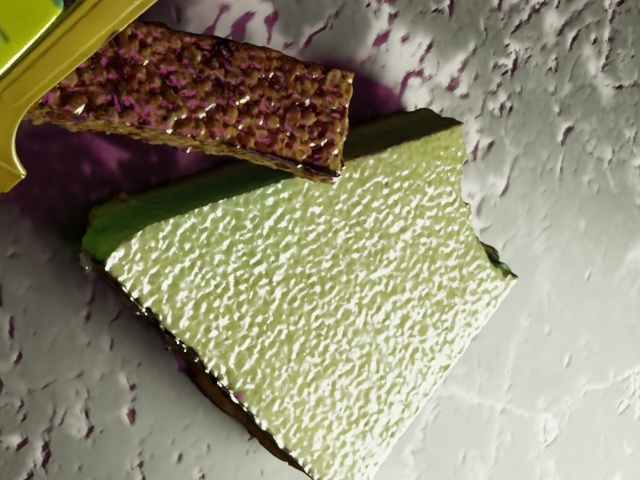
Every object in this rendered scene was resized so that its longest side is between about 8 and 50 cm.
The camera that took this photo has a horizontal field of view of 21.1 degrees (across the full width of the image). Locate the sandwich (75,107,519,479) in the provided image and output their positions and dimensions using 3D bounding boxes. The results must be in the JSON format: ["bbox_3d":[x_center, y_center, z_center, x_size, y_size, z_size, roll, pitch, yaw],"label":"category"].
[{"bbox_3d":[0.000,0.000,0.961,0.212,0.063,0.245,-52,131,-15],"label":"sandwich"}]

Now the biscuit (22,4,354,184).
[{"bbox_3d":[-0.072,-0.076,0.860,0.199,0.034,0.064,11,79,-29],"label":"biscuit"}]

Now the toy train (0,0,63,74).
[{"bbox_3d":[-0.283,-0.162,0.607,0.272,0.179,0.442,-50,129,-20],"label":"toy train"}]

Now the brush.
[{"bbox_3d":[-0.132,-0.075,0.782,0.205,0.011,0.083,-36,135,22],"label":"brush"}]
